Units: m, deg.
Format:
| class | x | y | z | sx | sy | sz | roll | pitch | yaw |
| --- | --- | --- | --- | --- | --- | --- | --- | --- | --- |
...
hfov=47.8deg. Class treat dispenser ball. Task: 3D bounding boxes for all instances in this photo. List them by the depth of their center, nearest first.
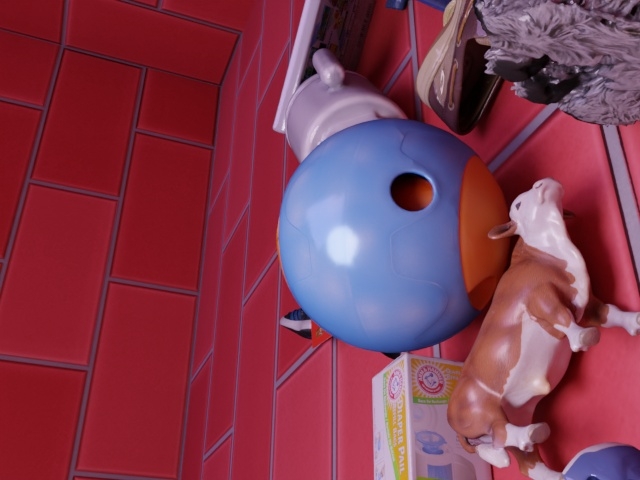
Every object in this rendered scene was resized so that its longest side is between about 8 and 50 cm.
| class | x | y | z | sx | sy | sz | roll | pitch | yaw |
| --- | --- | --- | --- | --- | --- | --- | --- | --- | --- |
| treat dispenser ball | 0.088 | -0.006 | 0.896 | 0.288 | 0.288 | 0.288 | -169 | 90 | -72 |

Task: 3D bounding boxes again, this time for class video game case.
| class | x | y | z | sx | sy | sz | roll | pitch | yaw |
| --- | --- | --- | --- | --- | --- | --- | --- | --- | --- |
| video game case | 0.015 | -0.385 | 1.520 | 0.300 | 0.036 | 0.329 | -18 | -54 | -67 |

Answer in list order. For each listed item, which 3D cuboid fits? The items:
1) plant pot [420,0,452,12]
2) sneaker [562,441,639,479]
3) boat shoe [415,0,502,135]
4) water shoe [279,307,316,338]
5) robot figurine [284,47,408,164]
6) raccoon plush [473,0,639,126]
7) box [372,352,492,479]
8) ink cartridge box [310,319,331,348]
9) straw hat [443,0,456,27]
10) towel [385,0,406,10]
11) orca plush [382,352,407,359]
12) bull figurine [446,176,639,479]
| class | x | y | z | sx | sy | sz | roll | pitch | yaw |
| --- | --- | --- | --- | --- | --- | --- | --- | --- | --- |
| plant pot | 0.140 | -0.523 | 1.190 | 0.236 | 0.235 | 0.212 | -116 | 46 | -63 |
| sneaker | 0.236 | 0.323 | 0.521 | 0.182 | 0.127 | 0.316 | 178 | 104 | -74 |
| boat shoe | 0.237 | -0.289 | 0.945 | 0.342 | 0.123 | 0.123 | -64 | 37 | 39 |
| water shoe | -0.020 | 0.165 | 1.540 | 0.080 | 0.073 | 0.203 | -64 | 21 | -13 |
| robot figurine | 0.046 | -0.194 | 1.315 | 0.353 | 0.199 | 0.300 | -116 | 11 | -61 |
| raccoon plush | 0.339 | -0.269 | 0.616 | 0.446 | 0.216 | 0.299 | 12 | 76 | 44 |
| box | 0.135 | 0.256 | 0.898 | 0.103 | 0.114 | 0.203 | 127 | 150 | -53 |
| ink cartridge box | 0.017 | 0.065 | 1.408 | 0.189 | 0.066 | 0.232 | -40 | 34 | 37 |
| straw hat | 0.220 | -0.335 | 1.091 | 0.144 | 0.061 | 0.145 | -168 | 90 | -73 |
| towel | 0.165 | -0.514 | 1.425 | 0.067 | 0.029 | 0.120 | -123 | 48 | -66 |
| orca plush | 0.122 | 0.049 | 1.086 | 0.151 | 0.102 | 0.287 | -102 | 29 | -51 |
| bull figurine | 0.224 | 0.097 | 0.742 | 0.188 | 0.101 | 0.311 | -131 | 54 | -66 |
